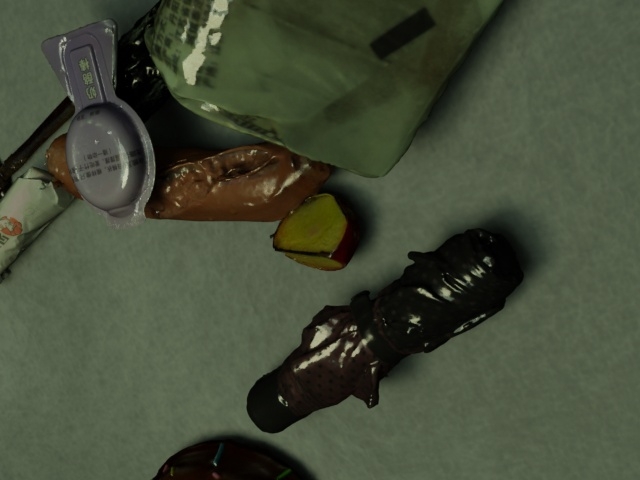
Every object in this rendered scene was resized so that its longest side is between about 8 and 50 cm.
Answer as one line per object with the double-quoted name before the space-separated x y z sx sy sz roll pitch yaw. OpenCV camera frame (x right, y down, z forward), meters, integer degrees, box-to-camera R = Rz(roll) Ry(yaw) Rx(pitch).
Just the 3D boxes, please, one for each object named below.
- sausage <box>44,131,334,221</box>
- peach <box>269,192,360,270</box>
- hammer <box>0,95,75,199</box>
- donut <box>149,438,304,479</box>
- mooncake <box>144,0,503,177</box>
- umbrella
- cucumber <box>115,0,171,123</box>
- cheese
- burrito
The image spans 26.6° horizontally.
"sausage" -0.129 -0.060 1.291 0.326 0.079 0.087 4 120 31
"peach" 0.000 0.000 1.248 0.083 0.050 0.077 -37 54 18
"hammer" -0.297 -0.109 1.409 0.178 0.021 0.065 -38 84 33
"donut" -0.089 0.320 1.375 0.216 0.096 0.230 -9 100 32
"mooncake" -0.003 -0.191 1.091 0.250 0.136 0.254 19 118 -25
"umbrella" 0.045 0.087 1.228 0.326 0.090 0.094 -34 108 33
"cucumber" -0.097 -0.211 1.229 0.303 0.072 0.081 -37 72 33
"cheese" -0.201 -0.103 1.254 0.105 0.042 0.191 -10 96 33
"burrito" -0.324 -0.012 1.431 0.064 0.064 0.203 51 125 7
